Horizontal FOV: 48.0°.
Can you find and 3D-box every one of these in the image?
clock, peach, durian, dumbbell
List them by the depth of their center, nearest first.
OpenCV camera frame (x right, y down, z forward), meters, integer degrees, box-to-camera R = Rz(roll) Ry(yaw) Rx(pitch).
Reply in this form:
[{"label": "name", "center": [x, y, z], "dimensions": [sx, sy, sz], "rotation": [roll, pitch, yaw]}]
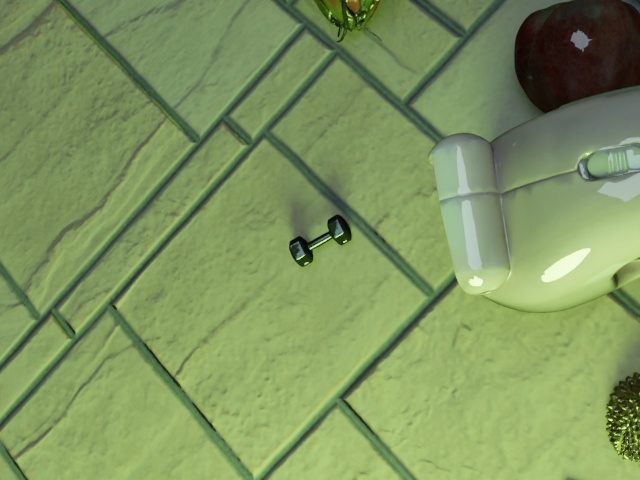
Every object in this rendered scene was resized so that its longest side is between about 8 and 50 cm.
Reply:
[{"label": "clock", "center": [0.304, -0.043, 0.693], "dimensions": [0.325, 0.342, 0.184], "rotation": [-17, 82, 22]}, {"label": "durian", "center": [0.376, 0.186, 0.769], "dimensions": [0.140, 0.071, 0.110], "rotation": [-36, 73, 4]}, {"label": "peach", "center": [0.295, -0.203, 0.824], "dimensions": [0.152, 0.152, 0.152], "rotation": [-3, 81, 17]}, {"label": "dumbbell", "center": [0.000, 0.000, 0.935], "dimensions": [0.083, 0.040, 0.036], "rotation": [-30, 106, 11]}]

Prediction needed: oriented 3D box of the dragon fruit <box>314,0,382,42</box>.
[{"label": "dragon fruit", "center": [0.037, -0.402, 0.919], "dimensions": [0.233, 0.234, 0.293], "rotation": [-17, 107, 15]}]
